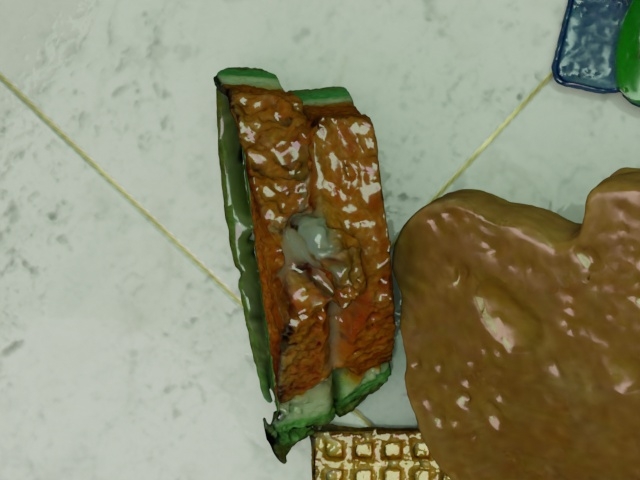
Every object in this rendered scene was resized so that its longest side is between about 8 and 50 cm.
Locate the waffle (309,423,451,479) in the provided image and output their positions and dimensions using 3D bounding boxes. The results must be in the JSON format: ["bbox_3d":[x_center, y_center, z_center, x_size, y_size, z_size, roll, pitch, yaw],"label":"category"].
[{"bbox_3d":[0.064,0.193,1.342,0.148,0.042,0.102,1,87,3],"label":"waffle"}]

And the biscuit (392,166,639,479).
[{"bbox_3d":[0.203,0.105,1.213,0.312,0.057,0.351,-28,91,35],"label":"biscuit"}]

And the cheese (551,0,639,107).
[{"bbox_3d":[0.340,-0.132,1.318,0.320,0.083,0.204,13,85,11],"label":"cheese"}]

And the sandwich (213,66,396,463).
[{"bbox_3d":[-0.004,-0.007,1.285,0.109,0.212,0.292,-8,68,-14],"label":"sandwich"}]
